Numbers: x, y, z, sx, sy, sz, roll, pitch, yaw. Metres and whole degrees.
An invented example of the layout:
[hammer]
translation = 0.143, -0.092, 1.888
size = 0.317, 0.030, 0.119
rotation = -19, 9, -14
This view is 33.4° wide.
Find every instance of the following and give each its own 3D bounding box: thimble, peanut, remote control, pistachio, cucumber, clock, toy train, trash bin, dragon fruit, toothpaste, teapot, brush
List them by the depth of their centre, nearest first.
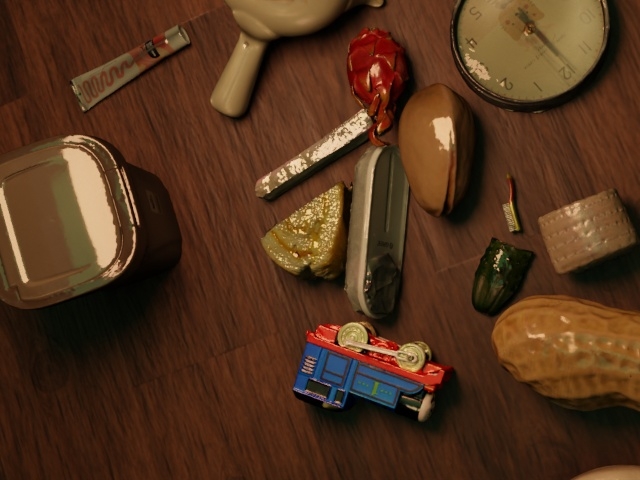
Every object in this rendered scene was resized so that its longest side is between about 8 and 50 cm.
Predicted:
[peanut]
translation = 0.385, 0.161, 1.396
size = 0.325, 0.140, 0.153
rotation = 17, 109, 10
[thimble]
translation = 0.360, -0.010, 1.431
size = 0.115, 0.102, 0.090
rotation = -29, 79, 41
[pistachio]
translation = 0.166, -0.125, 1.479
size = 0.108, 0.126, 0.185
rotation = -2, 91, -17
[cucumber]
translation = 0.247, 0.054, 1.489
size = 0.067, 0.035, 0.107
rotation = 22, 94, 13
[clock]
translation = 0.291, -0.294, 1.492
size = 0.226, 0.049, 0.226
rotation = -1, 86, 15
[brush]
translation = 0.266, -0.053, 1.498
size = 0.021, 0.019, 0.083
rotation = -11, 86, 23
[toy train]
translation = 0.073, 0.188, 1.502
size = 0.204, 0.083, 0.131
rotation = 18, 91, 17
[remote control]
translation = 0.080, -0.014, 1.503
size = 0.052, 0.104, 0.247
rotation = 3, 86, 34
[dragon fruit]
translation = 0.082, -0.211, 1.510
size = 0.094, 0.094, 0.190
rotation = -8, 68, 14
[trash bin]
translation = -0.332, -0.019, 1.532
size = 0.219, 0.250, 0.219
rotation = -17, 83, 12
[teapot]
translation = -0.084, -0.352, 1.539
size = 0.318, 0.149, 0.220
rotation = -37, 87, 8
[toothpaste]
translation = -0.296, -0.271, 1.651
size = 0.205, 0.036, 0.056
rotation = -27, 82, 15

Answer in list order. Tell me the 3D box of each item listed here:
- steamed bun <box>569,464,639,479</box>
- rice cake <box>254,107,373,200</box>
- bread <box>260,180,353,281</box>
[steamed bun]
translation = 0.397, 0.372, 1.371
size = 0.242, 0.146, 0.164
rotation = -5, 79, 14
[rice cake]
translation = -0.006, -0.124, 1.561
size = 0.211, 0.043, 0.034
rotation = -32, 72, 11
[bread]
translation = 0.005, -0.002, 1.519
size = 0.156, 0.103, 0.110
rotation = -37, 73, 17
